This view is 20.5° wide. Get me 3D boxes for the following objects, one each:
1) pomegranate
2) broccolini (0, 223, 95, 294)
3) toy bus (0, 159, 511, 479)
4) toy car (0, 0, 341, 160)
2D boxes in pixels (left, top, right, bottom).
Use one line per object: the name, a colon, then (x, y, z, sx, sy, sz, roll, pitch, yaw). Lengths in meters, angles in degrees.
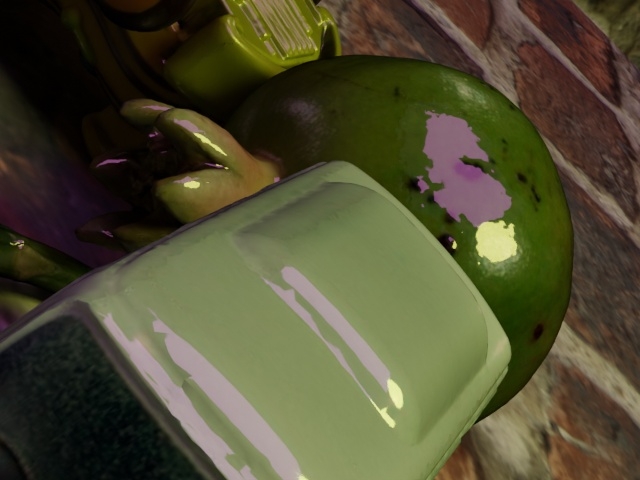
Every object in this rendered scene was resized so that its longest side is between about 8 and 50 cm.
pomegranate: (0.001, -0.001, 0.773, 0.225, 0.187, 0.187, 15, 35, -38)
broccolini: (-0.147, 0.005, 0.650, 0.239, 0.051, 0.054, 20, 76, -63)
toy bus: (-0.039, 0.067, 0.557, 0.133, 0.165, 0.271, 49, 19, 3)
toy car: (-0.102, -0.150, 0.885, 0.248, 0.142, 0.200, 60, 21, 6)
